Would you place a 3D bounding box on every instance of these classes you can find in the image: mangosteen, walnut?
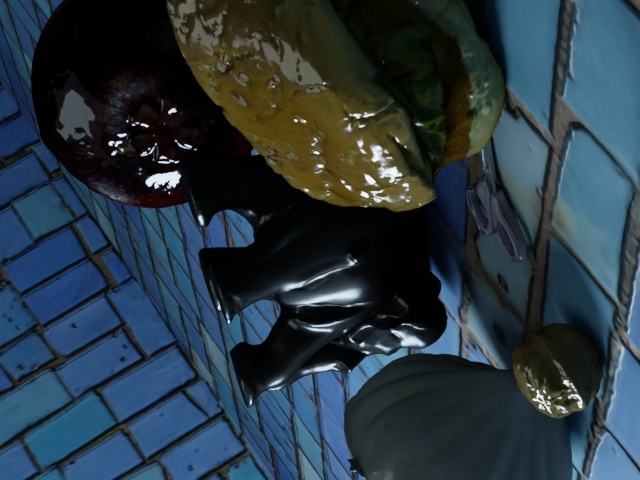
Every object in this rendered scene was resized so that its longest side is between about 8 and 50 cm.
[{"bbox_3d":[-0.214,-0.191,2.096,0.293,0.297,0.297,42,158,45],"label":"mangosteen"},{"bbox_3d":[0.224,0.122,1.625,0.082,0.079,0.096,48,169,50],"label":"walnut"}]

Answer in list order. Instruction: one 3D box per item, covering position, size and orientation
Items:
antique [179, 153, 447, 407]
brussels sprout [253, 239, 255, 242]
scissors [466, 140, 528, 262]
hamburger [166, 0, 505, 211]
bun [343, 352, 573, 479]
[{"bbox_3d":[0.003,0.029,1.863,0.185,0.255,0.322,-118,15,-46],"label":"antique"},{"bbox_3d":[0.001,0.000,2.083,0.149,0.122,0.151,50,130,10],"label":"brussels sprout"},{"bbox_3d":[0.159,-0.059,1.611,0.100,0.015,0.189,50,163,42],"label":"scissors"},{"bbox_3d":[0.031,-0.148,1.434,0.330,0.162,0.209,47,156,-27],"label":"hamburger"},{"bbox_3d":[0.169,0.198,1.784,0.263,0.175,0.263,31,-155,-17],"label":"bun"}]
